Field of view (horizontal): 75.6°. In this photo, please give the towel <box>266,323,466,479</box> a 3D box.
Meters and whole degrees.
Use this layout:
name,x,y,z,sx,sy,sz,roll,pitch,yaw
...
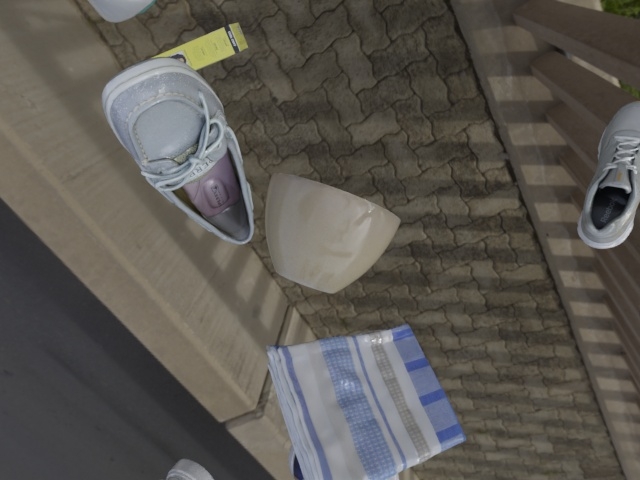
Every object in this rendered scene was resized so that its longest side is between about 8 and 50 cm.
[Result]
name,x,y,z,sx,sy,sz,roll,pitch,yaw
towel,0.073,0.228,0.605,0.285,0.209,0.034,0,142,-34

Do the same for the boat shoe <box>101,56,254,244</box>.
name,x,y,z,sx,sy,sz,roll,pitch,yaw
boat shoe,-0.145,-0.085,0.507,0.103,0.118,0.320,53,168,16

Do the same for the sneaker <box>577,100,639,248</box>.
name,x,y,z,sx,sy,sz,roll,pitch,yaw
sneaker,0.515,-0.116,0.701,0.099,0.121,0.262,14,91,34

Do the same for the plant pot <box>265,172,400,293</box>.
name,x,y,z,sx,sy,sz,roll,pitch,yaw
plant pot,0.000,0.000,0.865,0.284,0.284,0.190,21,88,-4

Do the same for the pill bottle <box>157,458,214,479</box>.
name,x,y,z,sx,sy,sz,roll,pitch,yaw
pill bottle,-0.261,0.463,0.650,0.118,0.208,0.117,11,118,21

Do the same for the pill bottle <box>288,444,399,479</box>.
name,x,y,z,sx,sy,sz,roll,pitch,yaw
pill bottle,0.031,0.469,0.842,0.153,0.153,0.265,31,155,-10

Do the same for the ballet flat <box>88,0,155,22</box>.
name,x,y,z,sx,sy,sz,roll,pitch,yaw
ballet flat,-0.187,-0.309,0.387,0.401,0.139,0.139,13,132,41

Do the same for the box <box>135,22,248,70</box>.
name,x,y,z,sx,sy,sz,roll,pitch,yaw
box,-0.282,-0.407,0.912,0.233,0.087,0.058,-16,118,13
